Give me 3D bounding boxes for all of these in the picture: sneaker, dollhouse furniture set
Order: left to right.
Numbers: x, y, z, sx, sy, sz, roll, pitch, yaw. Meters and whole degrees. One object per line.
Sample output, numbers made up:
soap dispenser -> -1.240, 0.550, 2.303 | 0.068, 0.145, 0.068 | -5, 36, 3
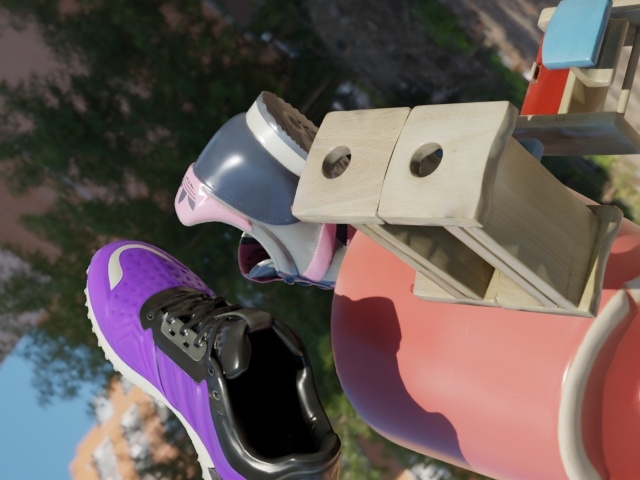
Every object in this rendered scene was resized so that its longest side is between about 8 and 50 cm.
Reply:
sneaker -> -0.073, 0.084, 0.880 | 0.102, 0.146, 0.293 | -23, -119, -33
sneaker -> 0.000, 0.000, 1.045 | 0.319, 0.131, 0.112 | 42, -165, -39
dollhouse furniture set -> 0.094, -0.069, 0.665 | 0.129, 0.184, 0.129 | 3, 157, 43

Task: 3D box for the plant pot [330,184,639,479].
plant pot -> 0.184, 0.082, 0.942 | 0.275, 0.275, 0.243 | 36, 172, -34
